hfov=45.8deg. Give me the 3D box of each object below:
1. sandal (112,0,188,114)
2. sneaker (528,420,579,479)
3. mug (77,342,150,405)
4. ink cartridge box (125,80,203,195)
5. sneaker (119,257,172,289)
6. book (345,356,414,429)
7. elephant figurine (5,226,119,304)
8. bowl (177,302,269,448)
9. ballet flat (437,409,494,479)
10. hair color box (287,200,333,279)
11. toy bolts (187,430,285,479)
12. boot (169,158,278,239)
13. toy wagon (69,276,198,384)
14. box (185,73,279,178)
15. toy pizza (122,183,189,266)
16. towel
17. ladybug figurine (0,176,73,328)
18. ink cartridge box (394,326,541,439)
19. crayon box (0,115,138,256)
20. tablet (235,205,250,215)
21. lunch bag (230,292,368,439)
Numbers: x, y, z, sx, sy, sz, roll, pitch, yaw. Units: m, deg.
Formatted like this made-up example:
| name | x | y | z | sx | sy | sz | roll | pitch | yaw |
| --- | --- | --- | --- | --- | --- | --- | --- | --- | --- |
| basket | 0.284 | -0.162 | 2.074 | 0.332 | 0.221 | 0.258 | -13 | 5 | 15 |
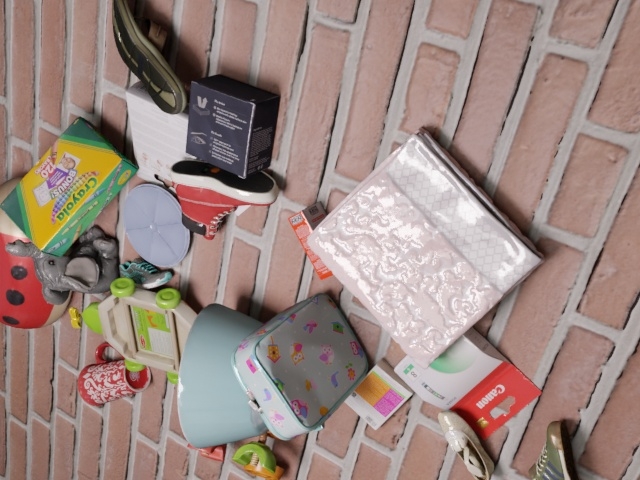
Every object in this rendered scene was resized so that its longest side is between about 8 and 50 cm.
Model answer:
| name | x | y | z | sx | sy | sz | roll | pitch | yaw |
| --- | --- | --- | --- | --- | --- | --- | --- | --- | --- |
| sandal | -0.347 | -0.388 | 1.562 | 0.302 | 0.086 | 0.120 | 56 | 151 | 11 |
| sneaker | 0.426 | 0.425 | 1.407 | 0.086 | 0.064 | 0.192 | -9 | 107 | 30 |
| mug | -0.540 | 0.346 | 1.970 | 0.169 | 0.113 | 0.150 | -18 | 100 | 33 |
| ink cartridge box | -0.331 | -0.211 | 1.660 | 0.189 | 0.066 | 0.232 | 26 | 142 | 21 |
| sneaker | -0.428 | 0.078 | 1.820 | 0.166 | 0.065 | 0.076 | -8 | 100 | 33 |
| book | 0.121 | 0.324 | 1.585 | 0.096 | 0.035 | 0.144 | 42 | 126 | 8 |
| elephant figurine | -0.610 | 0.076 | 1.822 | 0.186 | 0.239 | 0.169 | 33 | 123 | 18 |
| bowl | -0.164 | 0.293 | 1.609 | 0.163 | 0.311 | 0.311 | 3 | 111 | 16 |
| ballet flat | 0.285 | 0.404 | 1.478 | 0.057 | 0.052 | 0.168 | -32 | 103 | 35 |
| hair color box | 0.000 | 0.000 | 1.507 | 0.043 | 0.072 | 0.141 | -26 | 93 | 37 |
| toy bolts | -0.174 | 0.453 | 1.794 | 0.229 | 0.158 | 0.218 | 10 | 155 | 19 |
| boot | -0.193 | -0.069 | 1.598 | 0.244 | 0.088 | 0.176 | 11 | 129 | 22 |
| toy wagon | -0.437 | 0.205 | 1.817 | 0.344 | 0.068 | 0.267 | 13 | 128 | 15 |
| box | -0.177 | -0.230 | 1.514 | 0.156 | 0.093 | 0.158 | 24 | 121 | 23 |
| toy pizza | -0.377 | -0.036 | 1.758 | 0.201 | 0.032 | 0.201 | 12 | 113 | 28 |
| towel | 0.179 | 0.018 | 1.369 | 0.332 | 0.053 | 0.317 | 48 | 114 | 10 |
| ladybug figurine | -0.790 | 0.056 | 1.978 | 0.305 | 0.162 | 0.449 | 22 | 120 | 23 |
| ink cartridge box | 0.276 | 0.268 | 1.451 | 0.224 | 0.056 | 0.181 | 45 | 126 | 11 |
| crayon box | -0.571 | -0.120 | 1.724 | 0.165 | 0.081 | 0.278 | 42 | 91 | 19 |
| tablet | -0.186 | -0.099 | 1.627 | 0.054 | 0.006 | 0.083 | -36 | 87 | 37 |
| lunch bag | -0.036 | 0.252 | 1.501 | 0.108 | 0.279 | 0.224 | -28 | 95 | 41 |
